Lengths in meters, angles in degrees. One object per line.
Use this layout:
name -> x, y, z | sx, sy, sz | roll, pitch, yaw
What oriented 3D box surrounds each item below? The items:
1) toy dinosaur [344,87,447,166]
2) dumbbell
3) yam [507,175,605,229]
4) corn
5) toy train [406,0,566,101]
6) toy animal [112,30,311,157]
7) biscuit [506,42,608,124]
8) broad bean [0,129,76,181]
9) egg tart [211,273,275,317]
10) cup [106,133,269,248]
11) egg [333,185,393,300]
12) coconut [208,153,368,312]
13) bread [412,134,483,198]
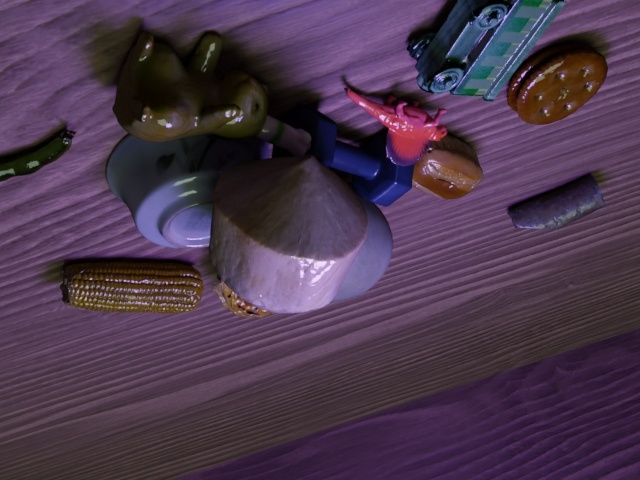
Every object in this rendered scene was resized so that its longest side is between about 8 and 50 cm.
toy dinosaur -> 0.152, -0.230, 1.696 | 0.286, 0.070, 0.138 | 6, 106, -32
dumbbell -> 0.054, -0.177, 1.725 | 0.325, 0.159, 0.144 | 13, 169, -41
yam -> 0.654, -0.088, 2.234 | 0.259, 0.106, 0.106 | -25, 150, 9
corn -> -0.454, 0.115, 1.960 | 0.345, 0.131, 0.131 | 2, 145, -30
toy train -> 0.303, -0.392, 1.526 | 0.203, 0.120, 0.300 | -5, 148, -28
toy animal -> -0.179, -0.255, 1.445 | 0.363, 0.181, 0.180 | -3, 156, -23
biscuit -> 0.520, -0.344, 1.774 | 0.221, 0.066, 0.220 | -16, 149, -10
broad bean -> -0.556, -0.157, 1.537 | 0.227, 0.039, 0.069 | -25, 156, 11
egg tart -> -0.152, 0.069, 2.061 | 0.297, 0.132, 0.297 | -18, 139, -17
cup -> -0.256, -0.096, 1.677 | 0.348, 0.163, 0.347 | -14, 150, -8
egg -> 0.000, 0.000, 1.857 | 0.336, 0.278, 0.278 | 15, 137, -42
coconut -> -0.060, -0.026, 1.503 | 0.329, 0.328, 0.328 | -13, 150, -8
bread -> 0.282, -0.172, 1.894 | 0.236, 0.106, 0.140 | 17, 138, -44
